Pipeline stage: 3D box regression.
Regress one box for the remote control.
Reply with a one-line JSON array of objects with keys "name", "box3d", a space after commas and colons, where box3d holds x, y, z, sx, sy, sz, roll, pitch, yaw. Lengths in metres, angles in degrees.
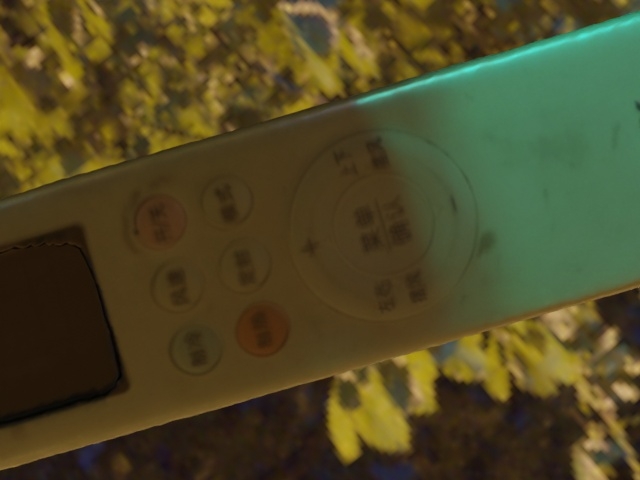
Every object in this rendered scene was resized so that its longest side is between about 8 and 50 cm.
[{"name": "remote control", "box3d": [0.000, -0.001, 0.648, 0.309, 0.038, 0.090, -15, -82, 1]}]
